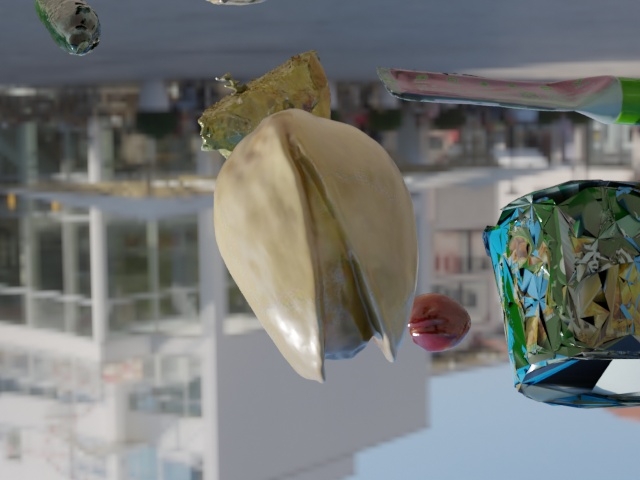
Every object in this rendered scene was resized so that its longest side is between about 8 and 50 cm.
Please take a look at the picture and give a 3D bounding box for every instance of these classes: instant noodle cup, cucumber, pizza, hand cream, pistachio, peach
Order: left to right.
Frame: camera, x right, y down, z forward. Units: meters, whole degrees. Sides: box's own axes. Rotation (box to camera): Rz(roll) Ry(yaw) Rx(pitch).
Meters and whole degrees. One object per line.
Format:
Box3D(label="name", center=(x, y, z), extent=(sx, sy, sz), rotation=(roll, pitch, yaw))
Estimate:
Box3D(label="cucumber", center=(-0.175, -0.153, 1.066), extent=(0.037, 0.037, 0.155), rotation=(-2, -160, -18))
Box3D(label="pizza", center=(-0.074, -0.140, 2.149), extent=(0.075, 0.279, 0.288), rotation=(0, -178, 34))
Box3D(label="pistachio", center=(0.000, 0.000, 1.721), extent=(0.229, 0.321, 0.238), rotation=(-16, 163, -1))
Box3D(label="peach", center=(0.187, 0.128, 2.410), extent=(0.101, 0.100, 0.101), rotation=(-1, -175, 0))
Box3D(label="hand cream", center=(0.197, -0.147, 1.505), extent=(0.275, 0.050, 0.079), rotation=(3, 176, -10))
Box3D(label="instant noodle cup", center=(0.285, 0.066, 1.550), extent=(0.240, 0.178, 0.240), rotation=(0, 156, 0))

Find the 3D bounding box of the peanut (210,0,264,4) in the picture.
Box3D(label="peanut", center=(-0.084, -0.434, 2.125), extent=(0.143, 0.291, 0.159), rotation=(20, 155, 27))
